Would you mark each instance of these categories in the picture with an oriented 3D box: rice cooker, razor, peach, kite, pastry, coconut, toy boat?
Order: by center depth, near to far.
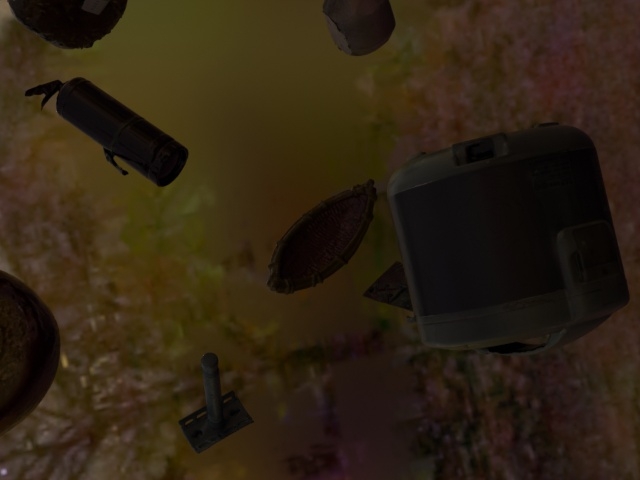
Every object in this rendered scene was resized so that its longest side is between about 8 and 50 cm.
[{"bbox_3d":[0.239,0.007,1.392,0.288,0.288,0.277,133,123,-84],"label":"rice cooker"},{"bbox_3d":[0.136,0.068,1.655,0.137,0.152,0.005,-111,16,-53],"label":"kite"},{"bbox_3d":[-0.163,0.236,1.677,0.068,0.106,0.232,52,160,26],"label":"razor"},{"bbox_3d":[0.054,-0.349,1.690,0.110,0.110,0.124,-109,-6,-57],"label":"coconut"},{"bbox_3d":[-0.408,-0.401,1.776,0.192,0.182,0.093,16,-153,-48],"label":"pastry"},{"bbox_3d":[-0.687,0.227,2.060,0.335,0.406,0.310,53,173,-2],"label":"peach"},{"bbox_3d":[0.001,0.002,2.227,0.141,0.318,0.099,37,157,15],"label":"toy boat"}]

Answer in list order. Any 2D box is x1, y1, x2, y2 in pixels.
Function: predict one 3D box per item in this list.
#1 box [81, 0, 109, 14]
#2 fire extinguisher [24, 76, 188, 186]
[{"bbox_3d":[-0.306,-0.462,1.610,0.132,0.034,0.235,-35,50,48],"label":"box"},{"bbox_3d":[-0.433,-0.227,2.208,0.341,0.141,0.105,34,135,15],"label":"fire extinguisher"}]
